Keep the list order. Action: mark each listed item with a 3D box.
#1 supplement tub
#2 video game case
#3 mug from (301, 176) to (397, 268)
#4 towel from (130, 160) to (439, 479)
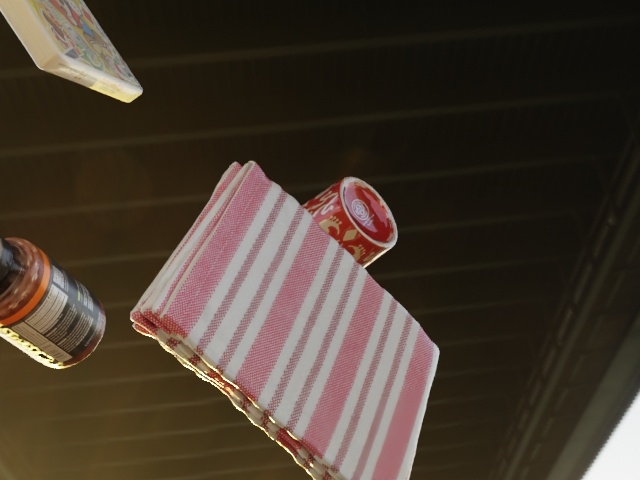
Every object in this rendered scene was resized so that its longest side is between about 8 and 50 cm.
[{"bbox_3d":[-0.339,0.065,1.103,0.106,0.106,0.198,-17,-35,13],"label":"supplement tub"},{"bbox_3d":[-0.265,-0.237,0.884,0.026,0.227,0.206,-34,-5,8],"label":"video game case"},{"bbox_3d":[-0.007,-0.003,1.080,0.113,0.150,0.169,33,-52,-31],"label":"mug"},{"bbox_3d":[-0.009,0.059,0.573,0.197,0.144,0.029,45,-48,-17],"label":"towel"}]
